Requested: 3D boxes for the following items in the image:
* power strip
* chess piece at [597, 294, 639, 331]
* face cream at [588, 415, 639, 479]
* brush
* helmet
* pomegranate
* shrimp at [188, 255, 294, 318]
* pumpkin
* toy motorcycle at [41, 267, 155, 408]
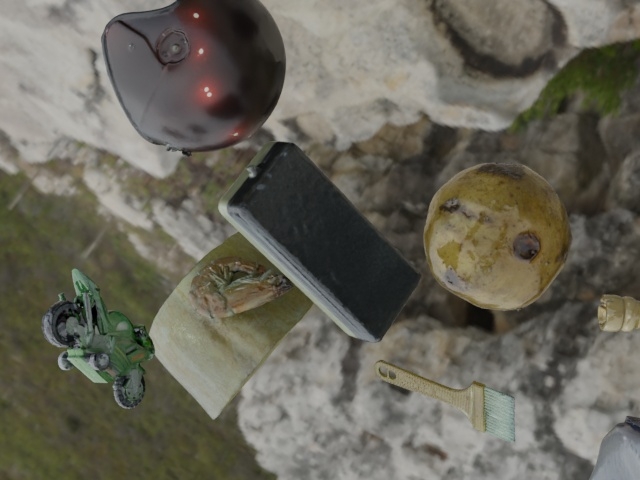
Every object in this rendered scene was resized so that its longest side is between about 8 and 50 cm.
[{"bbox_3d":[0.000,0.000,1.086,0.257,0.105,0.070,46,160,-29],"label":"power strip"},{"bbox_3d":[0.423,0.097,1.247,0.122,0.066,0.066,3,147,4],"label":"chess piece"},{"bbox_3d":[0.273,0.350,0.972,0.137,0.420,0.235,38,177,-9],"label":"face cream"},{"bbox_3d":[0.166,0.207,1.313,0.218,0.010,0.082,17,127,33],"label":"brush"},{"bbox_3d":[-0.140,-0.204,1.144,0.193,0.216,0.189,32,-169,19],"label":"helmet"},{"bbox_3d":[0.331,-0.009,1.812,0.281,0.281,0.281,22,151,13],"label":"pomegranate"},{"bbox_3d":[-0.116,0.065,1.486,0.180,0.099,0.041,-13,150,6],"label":"shrimp"},{"bbox_3d":[-0.144,0.120,1.654,0.199,0.332,0.332,43,151,-2],"label":"pumpkin"},{"bbox_3d":[-0.273,0.129,1.234,0.074,0.106,0.190,-5,136,36],"label":"toy motorcycle"}]
